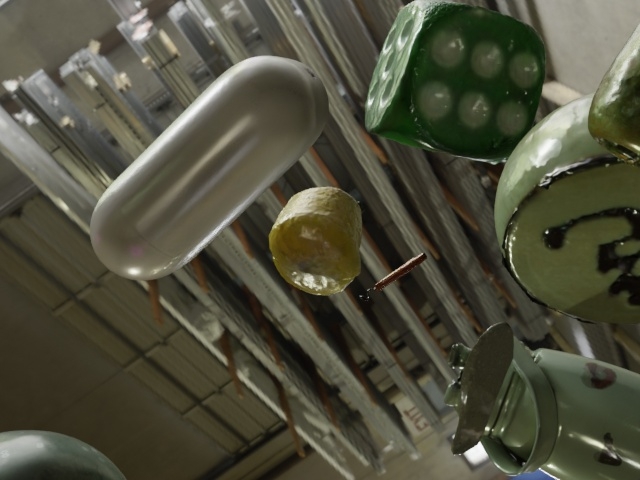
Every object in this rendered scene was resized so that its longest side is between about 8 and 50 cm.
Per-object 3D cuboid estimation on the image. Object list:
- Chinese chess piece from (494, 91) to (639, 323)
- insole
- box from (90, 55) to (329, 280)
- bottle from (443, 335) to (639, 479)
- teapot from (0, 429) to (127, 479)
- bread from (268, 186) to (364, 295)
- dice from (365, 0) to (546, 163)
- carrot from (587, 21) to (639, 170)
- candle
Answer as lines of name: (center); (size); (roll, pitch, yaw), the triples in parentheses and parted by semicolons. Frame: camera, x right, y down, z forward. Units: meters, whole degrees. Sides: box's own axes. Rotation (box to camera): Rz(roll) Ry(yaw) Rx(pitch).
Chinese chess piece: (0.406, -0.031, 0.852); (0.349, 0.349, 0.146); (53, -141, -36)
insole: (0.167, 0.157, 0.681); (0.010, 0.063, 0.192); (46, 143, 43)
box: (-0.138, -0.101, 0.879); (0.141, 0.349, 0.289); (47, -167, -8)
bottle: (0.365, 0.271, 1.055); (0.351, 0.229, 0.229); (22, 172, 16)
teapot: (-0.213, 0.231, 0.446); (0.294, 0.129, 0.193); (49, -142, -35)
bread: (-0.004, 0.000, 1.306); (0.197, 0.197, 0.170); (54, -141, -30)
dice: (0.276, -0.325, 1.379); (0.297, 0.287, 0.300); (13, -169, -10)
carrot: (0.266, -0.201, 0.357); (0.074, 0.358, 0.074); (28, -169, -6)
candle: (0.156, 0.079, 1.404); (0.021, 0.167, 0.026); (56, 179, -8)
